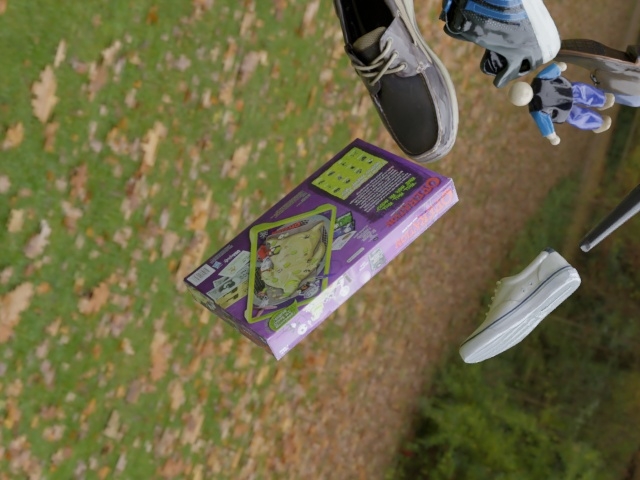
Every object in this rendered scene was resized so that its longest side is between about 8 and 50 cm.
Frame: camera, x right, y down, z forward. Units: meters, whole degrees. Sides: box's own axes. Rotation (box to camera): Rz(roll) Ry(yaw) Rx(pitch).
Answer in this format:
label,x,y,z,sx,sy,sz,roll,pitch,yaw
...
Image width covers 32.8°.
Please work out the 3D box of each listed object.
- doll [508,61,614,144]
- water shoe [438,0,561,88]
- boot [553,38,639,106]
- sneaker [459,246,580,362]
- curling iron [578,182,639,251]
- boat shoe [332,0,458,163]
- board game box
label,x,y,z,sx,sy,sz,roll,pitch,yaw
doll,0.374,-0.212,1.700,0.046,0.189,0.129,8,-91,61
water shoe,0.134,-0.206,0.919,0.080,0.073,0.203,-38,128,8
boot,0.507,-0.302,1.979,0.082,0.219,0.106,-84,-179,-59
sneaker,0.341,0.116,1.930,0.258,0.091,0.094,-42,147,17
curling iron,0.445,-0.088,1.469,0.274,0.068,0.035,-53,166,23
boat shoe,0.093,-0.278,1.644,0.130,0.132,0.355,2,62,-53
board game box,0.000,0.000,1.514,0.347,0.208,0.056,-40,127,-19
